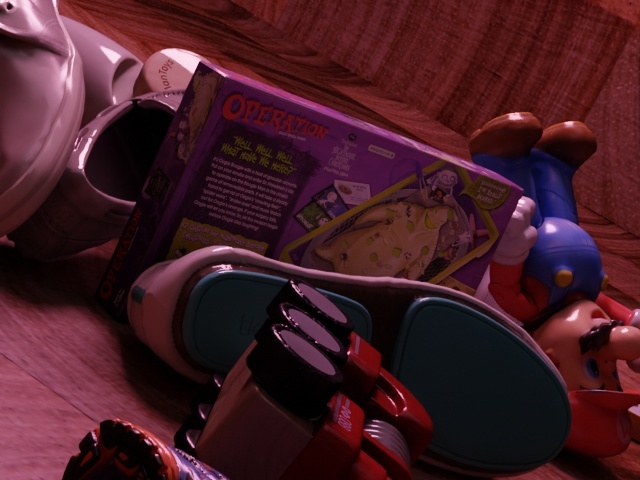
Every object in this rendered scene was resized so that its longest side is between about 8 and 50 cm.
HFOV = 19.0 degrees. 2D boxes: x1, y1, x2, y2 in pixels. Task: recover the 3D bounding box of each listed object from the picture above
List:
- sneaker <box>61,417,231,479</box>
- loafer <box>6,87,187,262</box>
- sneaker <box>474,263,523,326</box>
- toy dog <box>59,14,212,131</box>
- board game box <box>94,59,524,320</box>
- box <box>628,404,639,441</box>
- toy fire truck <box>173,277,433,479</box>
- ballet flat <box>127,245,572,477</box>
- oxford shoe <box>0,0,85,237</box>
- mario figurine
[{"bbox_3d":[-0.047,0.169,1.032,0.087,0.083,0.221,23,13,-47],"label":"sneaker"},{"bbox_3d":[-0.136,-0.066,1.577,0.112,0.111,0.319,60,34,-4],"label":"loafer"},{"bbox_3d":[0.105,0.014,1.957,0.210,0.137,0.366,20,8,-32],"label":"sneaker"},{"bbox_3d":[-0.259,-0.144,1.762,0.334,0.220,0.161,23,42,14],"label":"toy dog"},{"bbox_3d":[0.000,0.000,1.572,0.347,0.208,0.056,19,14,-41],"label":"board game box"},{"bbox_3d":[0.302,0.171,1.970,0.136,0.028,0.081,26,11,3],"label":"box"},{"bbox_3d":[0.048,0.142,1.247,0.246,0.158,0.217,39,10,-4],"label":"toy fire truck"},{"bbox_3d":[0.023,0.085,1.494,0.400,0.139,0.139,19,14,-34],"label":"ballet flat"},{"bbox_3d":[-0.279,-0.174,1.517,0.130,0.169,0.449,52,23,-43],"label":"oxford shoe"},{"bbox_3d":[0.242,0.038,1.753,0.198,0.320,0.170,-8,-14,-11],"label":"mario figurine"}]
